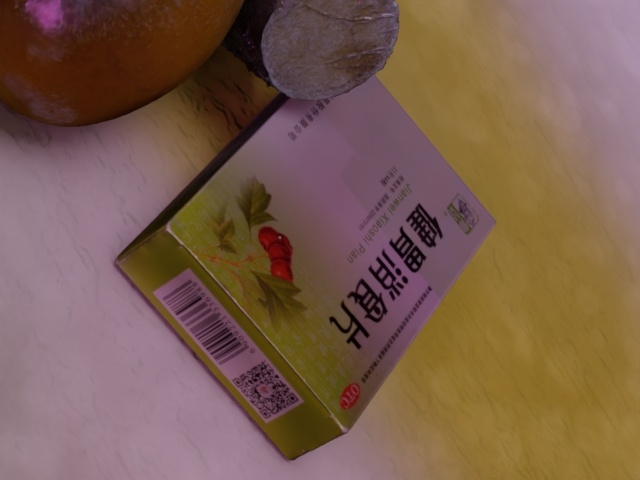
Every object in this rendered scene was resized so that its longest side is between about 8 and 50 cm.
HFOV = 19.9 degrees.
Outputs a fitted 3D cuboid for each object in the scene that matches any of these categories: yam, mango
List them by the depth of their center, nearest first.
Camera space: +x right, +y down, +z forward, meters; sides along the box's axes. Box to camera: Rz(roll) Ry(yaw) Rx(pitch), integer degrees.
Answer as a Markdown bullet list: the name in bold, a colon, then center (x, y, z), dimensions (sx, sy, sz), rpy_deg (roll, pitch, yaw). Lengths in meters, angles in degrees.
- **mango**: center (-0.120, -0.219, 1.138), dimensions (0.193, 0.146, 0.316), rpy_deg (29, 75, -15)
- **yam**: center (-0.027, -0.164, 1.233), dimensions (0.107, 0.107, 0.183), rpy_deg (21, 15, -33)

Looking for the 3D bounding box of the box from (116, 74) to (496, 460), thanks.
- **box**: center (0.000, 0.000, 1.228), dimensions (0.175, 0.062, 0.260), rpy_deg (49, 42, -9)
